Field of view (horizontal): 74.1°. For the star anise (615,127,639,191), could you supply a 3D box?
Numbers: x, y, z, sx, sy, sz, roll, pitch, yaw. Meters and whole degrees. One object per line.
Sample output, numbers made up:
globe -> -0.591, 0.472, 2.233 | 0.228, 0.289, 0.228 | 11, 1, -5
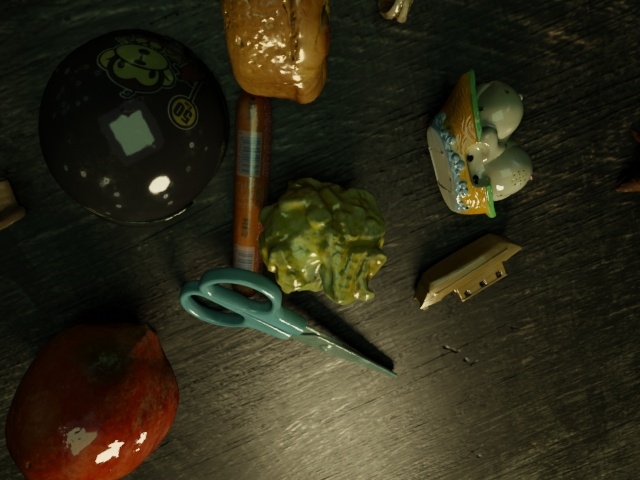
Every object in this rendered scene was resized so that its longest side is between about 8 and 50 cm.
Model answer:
star anise -> 0.611, -0.135, 0.707 | 0.212, 0.111, 0.196 | 24, 113, -25

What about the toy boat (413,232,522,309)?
toy boat -> 0.256, 0.059, 0.749 | 0.200, 0.057, 0.077 | -31, 120, 4

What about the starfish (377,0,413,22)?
starfish -> 0.117, -0.433, 0.477 | 0.311, 0.113, 0.303 | 24, 132, -26

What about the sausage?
sausage -> -0.106, -0.060, 0.641 | 0.053, 0.053, 0.348 | 2, 112, -10

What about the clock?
clock -> 0.245, -0.140, 0.641 | 0.144, 0.103, 0.231 | -23, 116, -1

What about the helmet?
helmet -> -0.243, -0.123, 0.537 | 0.230, 0.160, 0.279 | 27, 104, -20

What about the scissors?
scissors -> -0.020, 0.165, 0.730 | 0.446, 0.029, 0.192 | 32, 140, -28

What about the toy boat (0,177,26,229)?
toy boat -> -0.510, -0.040, 0.552 | 0.188, 0.116, 0.061 | -7, 109, -9

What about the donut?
donut -> -0.043, -0.273, 0.477 | 0.113, 0.227, 0.227 | 0, 112, 0

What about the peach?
peach -> -0.322, 0.230, 0.637 | 0.232, 0.232, 0.257 | 40, 99, -21

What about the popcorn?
popcorn -> 0.000, 0.001, 0.619 | 0.187, 0.185, 0.167 | 6, 87, -2
